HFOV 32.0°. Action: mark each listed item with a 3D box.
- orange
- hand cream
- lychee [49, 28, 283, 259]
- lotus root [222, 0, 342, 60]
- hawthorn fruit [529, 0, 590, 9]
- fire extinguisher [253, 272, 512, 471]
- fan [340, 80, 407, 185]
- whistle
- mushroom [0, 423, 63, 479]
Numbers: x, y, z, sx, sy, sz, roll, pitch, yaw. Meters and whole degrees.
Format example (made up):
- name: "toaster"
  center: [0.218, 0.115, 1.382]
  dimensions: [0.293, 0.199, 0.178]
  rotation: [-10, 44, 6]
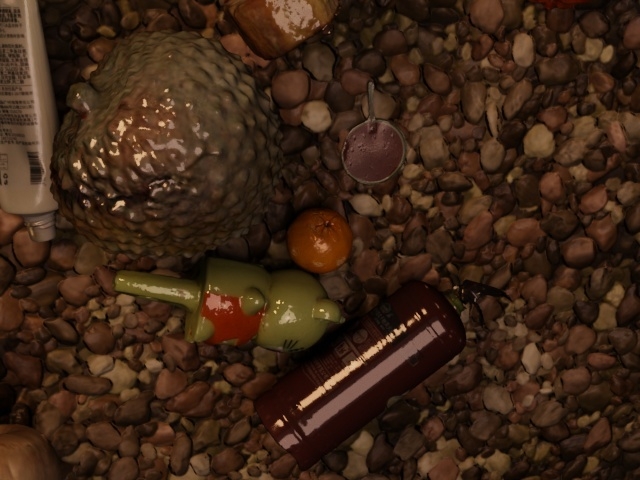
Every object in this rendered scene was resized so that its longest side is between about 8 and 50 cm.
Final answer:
- name: "orange"
  center: [0.000, 0.000, 1.362]
  dimensions: [0.083, 0.083, 0.070]
  rotation: [13, 150, -18]
- name: "hand cream"
  center: [-0.334, -0.160, 1.222]
  dimensions: [0.124, 0.078, 0.341]
  rotation: [5, 113, 27]
- name: "lychee"
  center: [-0.161, -0.093, 1.197]
  dimensions: [0.255, 0.255, 0.274]
  rotation: [-45, 128, 5]
- name: "lotus root"
  center: [-0.024, -0.286, 1.201]
  dimensions: [0.170, 0.261, 0.074]
  rotation: [-27, 118, 33]
- name: "hawthorn fruit"
  center: [0.279, -0.340, 1.285]
  dimensions: [0.132, 0.133, 0.138]
  rotation: [18, 89, -19]
- name: "fire extinguisher"
  center: [0.081, 0.151, 1.409]
  dimensions: [0.337, 0.135, 0.114]
  rotation: [-38, 120, 1]
- name: "fan"
  center: [0.064, -0.131, 1.369]
  dimensions: [0.085, 0.005, 0.133]
  rotation: [-9, 113, -10]
- name: "whistle"
  center: [-0.106, 0.075, 1.340]
  dimensions: [0.288, 0.131, 0.106]
  rotation: [9, 82, -17]
- name: "mushroom"
  center: [-0.441, 0.245, 1.248]
  dimensions: [0.297, 0.297, 0.290]
  rotation: [-4, 88, -12]
